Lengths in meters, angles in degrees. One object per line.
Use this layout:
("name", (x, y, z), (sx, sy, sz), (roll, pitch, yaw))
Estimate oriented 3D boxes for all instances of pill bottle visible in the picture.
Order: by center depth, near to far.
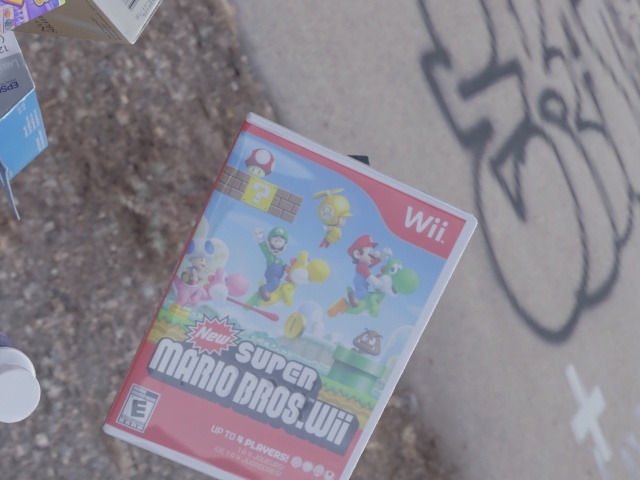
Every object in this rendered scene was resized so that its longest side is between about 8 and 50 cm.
("pill bottle", (-0.497, 0.206, 2.040), (0.112, 0.112, 0.187), (51, -15, -31))

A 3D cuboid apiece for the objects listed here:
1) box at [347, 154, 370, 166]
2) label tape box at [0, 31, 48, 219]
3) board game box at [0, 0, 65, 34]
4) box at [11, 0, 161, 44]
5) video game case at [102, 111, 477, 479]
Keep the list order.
("box", (0.000, 0.000, 1.749), (0.045, 0.191, 0.184), (-5, 81, -45))
("label tape box", (-0.536, -0.241, 2.258), (0.347, 0.115, 0.249), (64, -13, 14))
("board game box", (-0.401, -0.382, 1.434), (0.233, 0.078, 0.347), (-40, 140, -42))
("box", (-0.380, -0.378, 1.906), (0.148, 0.311, 0.121), (48, 62, -44))
("video game case", (-0.026, 0.067, 1.082), (0.204, 0.285, 0.025), (24, 10, -9))
